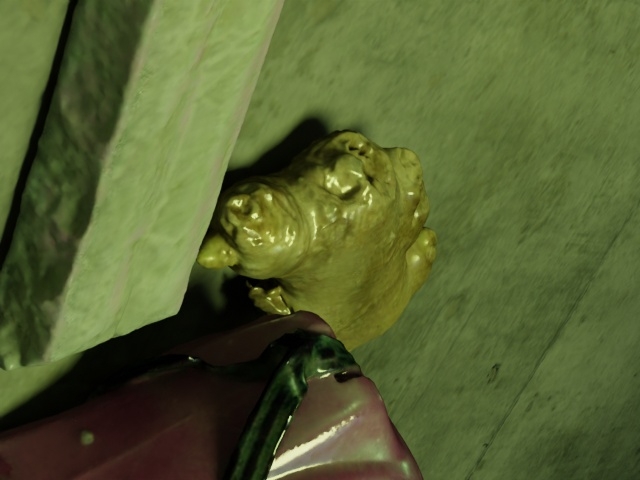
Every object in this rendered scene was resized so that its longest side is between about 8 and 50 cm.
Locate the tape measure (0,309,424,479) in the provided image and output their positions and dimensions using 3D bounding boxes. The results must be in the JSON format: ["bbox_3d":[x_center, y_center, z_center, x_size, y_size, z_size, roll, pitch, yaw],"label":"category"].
[{"bbox_3d":[-0.062,0.145,0.974,0.231,0.149,0.245,-27,146,-20],"label":"tape measure"}]

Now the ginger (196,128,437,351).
[{"bbox_3d":[0.003,-0.003,1.010,0.137,0.074,0.213,-50,150,-10],"label":"ginger"}]

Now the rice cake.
[{"bbox_3d":[-0.070,-0.072,0.804,0.106,0.050,0.298,-22,140,-51],"label":"rice cake"}]
